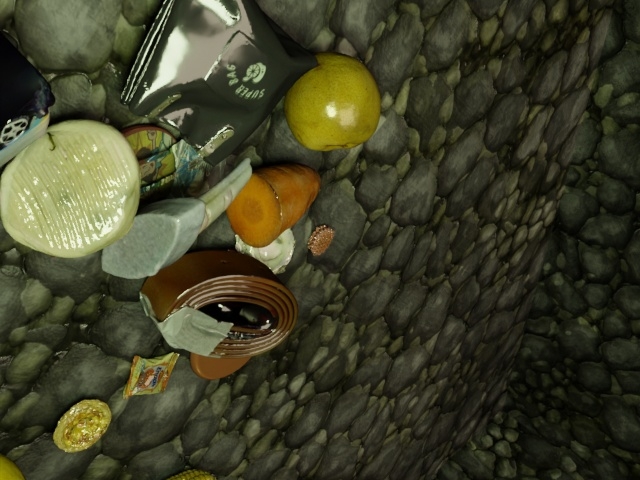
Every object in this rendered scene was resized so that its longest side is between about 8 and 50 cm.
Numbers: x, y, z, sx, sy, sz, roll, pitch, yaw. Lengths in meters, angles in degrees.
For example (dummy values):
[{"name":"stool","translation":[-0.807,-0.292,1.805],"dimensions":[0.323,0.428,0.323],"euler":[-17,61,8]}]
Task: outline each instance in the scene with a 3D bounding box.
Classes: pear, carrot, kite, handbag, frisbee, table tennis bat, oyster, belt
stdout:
[{"name":"pear","translation":[0.025,-0.287,1.594],"dimensions":[0.208,0.208,0.209],"euler":[-32,140,-33]},{"name":"carrot","translation":[-0.085,-0.098,1.675],"dimensions":[0.225,0.159,0.159],"euler":[-33,141,-50]},{"name":"kite","translation":[-0.271,-0.138,1.454],"dimensions":[0.310,0.015,0.169],"euler":[-28,137,-54]},{"name":"handbag","translation":[-0.185,-0.294,1.365],"dimensions":[0.288,0.152,0.342],"euler":[-54,145,3]},{"name":"frisbee","translation":[-0.213,0.232,1.880],"dimensions":[0.250,0.021,0.251],"euler":[-34,142,-32]},{"name":"table tennis bat","translation":[-0.374,-0.085,1.395],"dimensions":[0.310,0.038,0.200],"euler":[-45,145,-23]},{"name":"oyster","translation":[-0.140,0.024,1.763],"dimensions":[0.191,0.081,0.163],"euler":[-48,120,-2]},{"name":"belt","translation":[-0.211,0.137,1.648],"dimensions":[0.338,0.122,0.217],"euler":[11,113,-40]}]

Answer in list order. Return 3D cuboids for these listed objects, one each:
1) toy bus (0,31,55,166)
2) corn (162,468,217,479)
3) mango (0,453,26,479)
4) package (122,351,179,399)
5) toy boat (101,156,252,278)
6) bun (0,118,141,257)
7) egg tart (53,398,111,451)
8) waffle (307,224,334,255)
[{"name":"toy bus","translation":[-0.540,-0.105,1.016],"dimensions":[0.386,0.171,0.162],"euler":[-43,176,-20]},{"name":"corn","translation":[-0.408,0.671,1.884],"dimensions":[0.387,0.144,0.144],"euler":[-15,128,-48]},{"name":"mango","translation":[-0.639,0.526,1.466],"dimensions":[0.195,0.142,0.332],"euler":[-14,128,-54]},{"name":"package","translation":[-0.376,0.298,1.711],"dimensions":[0.120,0.031,0.108],"euler":[4,114,-54]},{"name":"toy boat","translation":[-0.269,-0.026,1.425],"dimensions":[0.276,0.111,0.293],"euler":[-31,-175,24]},{"name":"bun","translation":[-0.400,-0.080,1.260],"dimensions":[0.237,0.116,0.210],"euler":[-36,102,-5]},{"name":"egg tart","translation":[-0.498,0.376,1.606],"dimensions":[0.128,0.049,0.129],"euler":[-26,132,-32]},{"name":"waffle","translation":[0.000,0.000,1.951],"dimensions":[0.083,0.029,0.075],"euler":[-55,146,0]}]
